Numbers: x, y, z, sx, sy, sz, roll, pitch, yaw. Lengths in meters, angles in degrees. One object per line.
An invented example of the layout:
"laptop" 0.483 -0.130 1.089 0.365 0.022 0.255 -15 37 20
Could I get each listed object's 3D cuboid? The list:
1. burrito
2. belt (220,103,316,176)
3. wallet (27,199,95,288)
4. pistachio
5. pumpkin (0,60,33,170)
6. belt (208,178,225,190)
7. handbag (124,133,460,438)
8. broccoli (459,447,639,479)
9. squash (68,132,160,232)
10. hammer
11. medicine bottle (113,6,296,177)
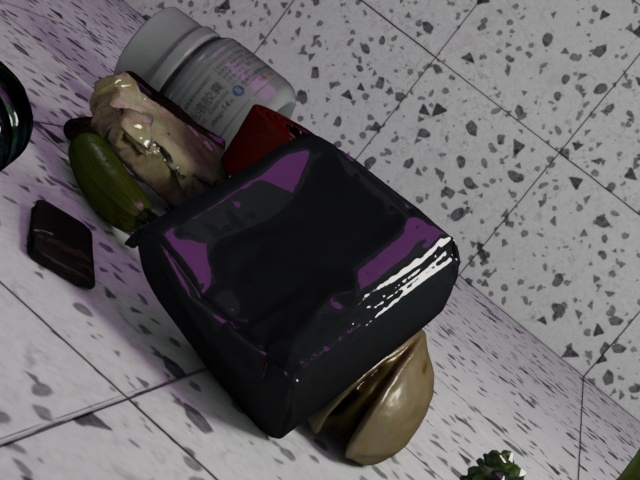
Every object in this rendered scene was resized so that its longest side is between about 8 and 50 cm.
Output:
"burrito" -0.232 -0.127 1.629 0.348 0.107 0.175 38 33 -55
"belt" -0.031 -0.100 1.638 0.227 0.115 0.324 26 12 -26
"wallet" -0.287 0.003 1.175 0.082 0.018 0.156 34 11 -22
"pistachio" 0.064 0.182 1.277 0.138 0.153 0.238 30 35 11
"pumpkin" -0.382 -0.125 1.036 0.194 0.150 0.194 28 4 -2
"belt" -0.079 0.025 1.552 0.217 0.122 0.339 41 8 28
"handbag" -0.035 0.046 1.200 0.275 0.302 0.178 39 -35 24
"broccoli" 0.274 0.312 1.069 0.375 0.302 0.249 30 -26 -18
"squash" -0.280 -0.070 1.398 0.066 0.066 0.252 29 12 -43
"hammer" -0.312 -0.188 1.775 0.242 0.095 0.409 39 12 3
"medicine bottle" -0.229 -0.290 2.078 0.306 0.245 0.245 39 10 7
